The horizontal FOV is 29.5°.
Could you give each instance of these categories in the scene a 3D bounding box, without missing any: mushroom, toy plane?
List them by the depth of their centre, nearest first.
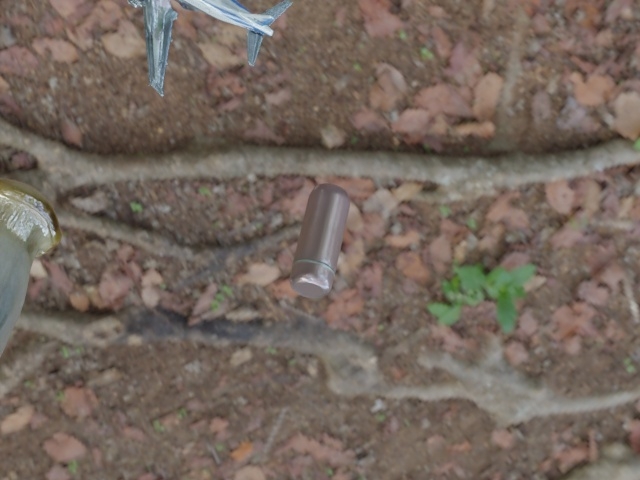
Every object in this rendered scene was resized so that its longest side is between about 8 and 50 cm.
[{"bbox_3d":[-0.140,-0.261,1.248,0.226,0.226,0.058,-60,166,-10],"label":"toy plane"},{"bbox_3d":[-0.396,0.098,1.262,0.137,0.407,0.154,13,146,5],"label":"mushroom"}]

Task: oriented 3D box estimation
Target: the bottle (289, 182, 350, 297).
[{"bbox_3d":[0.000,0.000,1.465,0.053,0.140,0.053,9,149,6],"label":"bottle"}]
